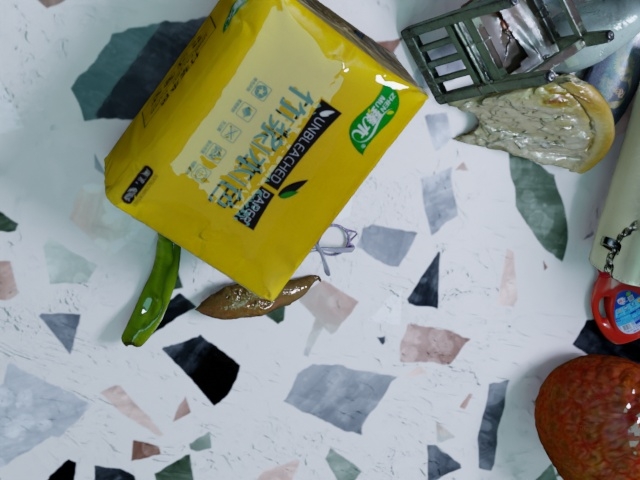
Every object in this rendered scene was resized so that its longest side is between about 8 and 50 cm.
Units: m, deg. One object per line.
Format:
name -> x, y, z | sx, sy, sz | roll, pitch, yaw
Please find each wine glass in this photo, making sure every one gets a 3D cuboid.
wine glass -> 0.463, -0.293, 1.759 | 0.309, 0.264, 0.096 | -23, 118, 20

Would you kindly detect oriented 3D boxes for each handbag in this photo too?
handbag -> 0.569, -0.112, 1.959 | 0.236, 0.160, 0.358 | -1, 114, -29

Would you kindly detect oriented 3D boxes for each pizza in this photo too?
pizza -> 0.320, -0.181, 1.901 | 0.262, 0.034, 0.181 | 7, 136, 0

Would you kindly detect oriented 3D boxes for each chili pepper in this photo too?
chili pepper -> -0.252, 0.072, 1.926 | 0.052, 0.050, 0.202 | 20, 106, -3

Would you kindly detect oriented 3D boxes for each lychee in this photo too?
lychee -> 0.479, 0.309, 2.102 | 0.255, 0.300, 0.255 | 3, 82, -22

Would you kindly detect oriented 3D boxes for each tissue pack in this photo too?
tissue pack -> -0.082, -0.157, 1.763 | 0.293, 0.228, 0.382 | 33, 102, -21

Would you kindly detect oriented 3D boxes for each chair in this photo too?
chair -> 0.263, -0.296, 1.787 | 0.147, 0.270, 0.136 | -36, 105, -23

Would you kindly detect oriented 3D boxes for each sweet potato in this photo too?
sweet potato -> -0.095, 0.088, 1.964 | 0.206, 0.060, 0.068 | -13, 150, -18

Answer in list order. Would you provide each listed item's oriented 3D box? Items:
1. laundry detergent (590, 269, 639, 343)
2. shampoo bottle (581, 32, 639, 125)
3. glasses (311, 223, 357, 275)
laundry detergent -> 0.495, 0.093, 2.103 | 0.097, 0.049, 0.165 | -28, 114, 5
shampoo bottle -> 0.453, -0.256, 1.935 | 0.087, 0.049, 0.234 | 20, 108, -14
glasses -> 0.000, 0.000, 1.919 | 0.140, 0.104, 0.062 | 32, 105, -19
